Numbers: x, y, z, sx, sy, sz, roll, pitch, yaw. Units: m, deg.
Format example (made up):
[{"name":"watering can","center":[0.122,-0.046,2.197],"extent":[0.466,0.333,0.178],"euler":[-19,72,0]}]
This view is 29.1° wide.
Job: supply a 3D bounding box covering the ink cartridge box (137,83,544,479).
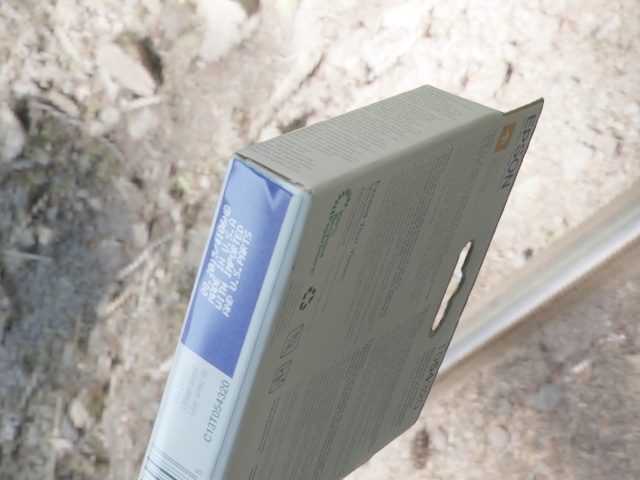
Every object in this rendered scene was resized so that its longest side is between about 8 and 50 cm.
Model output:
[{"name":"ink cartridge box","center":[0.014,0.054,0.881],"extent":[0.071,0.330,0.324],"euler":[30,119,22]}]
